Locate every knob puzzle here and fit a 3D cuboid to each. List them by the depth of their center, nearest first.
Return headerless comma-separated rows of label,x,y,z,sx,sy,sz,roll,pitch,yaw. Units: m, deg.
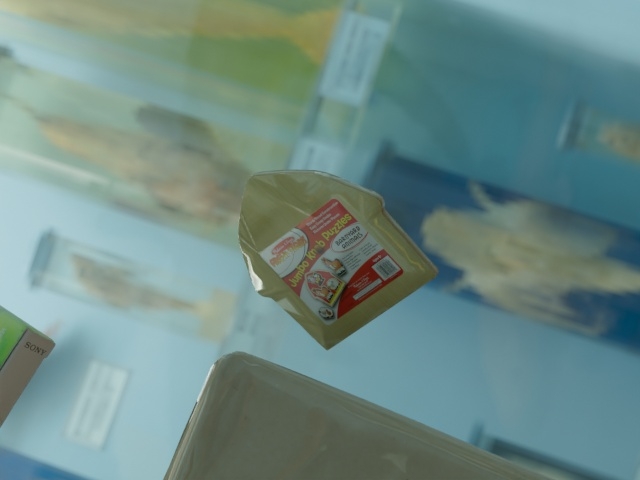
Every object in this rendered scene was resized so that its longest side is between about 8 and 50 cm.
knob puzzle,0.000,0.000,1.985,0.030,0.213,0.213,-55,-21,-52

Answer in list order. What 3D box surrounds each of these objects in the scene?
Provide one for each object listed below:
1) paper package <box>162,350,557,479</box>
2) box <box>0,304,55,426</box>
paper package,0.026,0.269,1.194,0.168,0.325,0.309,109,-175,-75
box,-0.425,0.110,1.791,0.232,0.322,0.058,-59,-27,-4
